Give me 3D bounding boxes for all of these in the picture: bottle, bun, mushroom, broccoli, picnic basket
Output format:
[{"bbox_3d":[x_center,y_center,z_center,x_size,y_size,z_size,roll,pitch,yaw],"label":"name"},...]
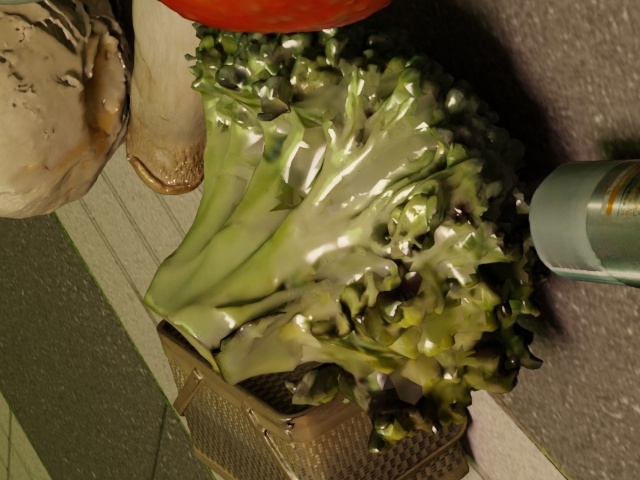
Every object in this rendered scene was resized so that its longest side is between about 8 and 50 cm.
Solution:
[{"bbox_3d":[0.230,-0.009,1.175,0.286,0.082,0.082,5,119,63],"label":"bottle"},{"bbox_3d":[-0.258,-0.156,1.815,0.146,0.287,0.287,-6,114,28],"label":"bun"},{"bbox_3d":[-0.121,-0.170,1.712,0.351,0.095,0.123,102,153,-53],"label":"mushroom"},{"bbox_3d":[0.019,-0.017,1.446,0.334,0.272,0.324,44,-170,23],"label":"broccoli"},{"bbox_3d":[-0.009,0.132,1.706,0.266,0.165,0.139,28,140,53],"label":"picnic basket"}]

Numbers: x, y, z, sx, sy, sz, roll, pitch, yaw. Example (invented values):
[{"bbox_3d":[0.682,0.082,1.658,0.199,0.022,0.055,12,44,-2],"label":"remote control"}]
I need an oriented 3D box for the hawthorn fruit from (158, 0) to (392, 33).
[{"bbox_3d":[-0.056,-0.277,1.182,0.287,0.287,0.330,51,-171,26],"label":"hawthorn fruit"}]

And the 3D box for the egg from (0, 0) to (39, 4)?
[{"bbox_3d":[-0.304,-0.364,1.645,0.389,0.276,0.276,55,155,16],"label":"egg"}]
